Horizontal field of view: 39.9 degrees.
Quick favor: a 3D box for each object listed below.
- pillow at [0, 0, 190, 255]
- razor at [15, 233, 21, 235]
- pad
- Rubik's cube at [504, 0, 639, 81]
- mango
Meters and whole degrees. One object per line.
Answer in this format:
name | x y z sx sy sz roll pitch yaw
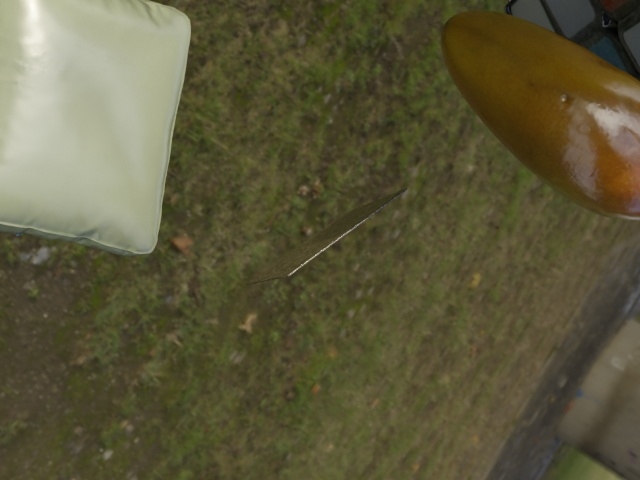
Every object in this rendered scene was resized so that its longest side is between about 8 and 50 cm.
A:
pillow | -0.291 -0.155 1.050 0.255 0.120 0.322 12 80 -32
razor | -0.563 -0.084 1.685 0.044 0.028 0.154 21 71 -53
pad | 0.000 0.000 0.978 0.158 0.003 0.235 -36 -176 -15
Rubik's cube | 0.518 -0.286 1.173 0.363 0.362 0.359 -25 175 -11
mango | 0.208 -0.110 0.753 0.113 0.253 0.138 -52 178 26
